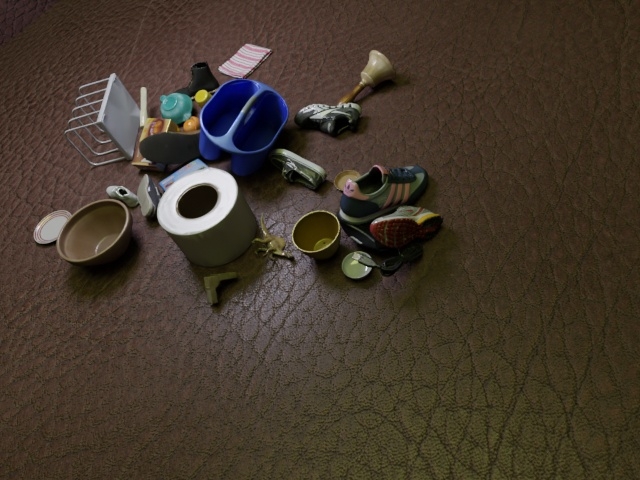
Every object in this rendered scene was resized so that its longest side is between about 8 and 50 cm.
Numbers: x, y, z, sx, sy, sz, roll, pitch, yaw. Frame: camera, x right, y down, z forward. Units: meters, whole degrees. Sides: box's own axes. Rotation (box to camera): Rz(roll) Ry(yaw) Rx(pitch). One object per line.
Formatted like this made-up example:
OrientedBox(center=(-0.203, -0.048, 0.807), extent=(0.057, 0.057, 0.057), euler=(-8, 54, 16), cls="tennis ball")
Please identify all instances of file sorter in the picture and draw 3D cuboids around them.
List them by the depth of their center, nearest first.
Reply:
OrientedBox(center=(-0.814, -0.444, 1.812), extent=(0.173, 0.193, 0.277), euler=(-13, 53, 9), cls="file sorter")

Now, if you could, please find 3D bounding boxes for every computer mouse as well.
OrientedBox(center=(0.124, 0.010, 1.285), extent=(0.262, 0.060, 0.184), euler=(33, 43, 24), cls="computer mouse")

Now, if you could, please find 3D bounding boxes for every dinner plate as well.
OrientedBox(center=(-0.918, -0.044, 1.662), extent=(0.141, 0.017, 0.141), euler=(-7, 53, 10), cls="dinner plate")

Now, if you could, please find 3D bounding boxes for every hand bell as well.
OrientedBox(center=(0.134, -0.530, 1.681), extent=(0.242, 0.126, 0.126), euler=(-45, 55, -2), cls="hand bell")

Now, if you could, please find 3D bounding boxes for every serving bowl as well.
OrientedBox(center=(0.100, 0.071, 1.290), extent=(0.083, 0.027, 0.083), euler=(-7, 54, 10), cls="serving bowl")

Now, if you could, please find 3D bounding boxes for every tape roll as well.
OrientedBox(center=(-0.328, -0.066, 1.418), extent=(0.246, 0.169, 0.246), euler=(-8, 53, 10), cls="tape roll")

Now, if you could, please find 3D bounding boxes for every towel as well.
OrientedBox(center=(-0.308, -0.742, 1.984), extent=(0.144, 0.029, 0.197), euler=(25, 65, 28), cls="towel")

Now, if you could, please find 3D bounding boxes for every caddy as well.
OrientedBox(center=(-0.246, -0.378, 1.551), extent=(0.241, 0.179, 0.341), euler=(27, 53, -5), cls="caddy")

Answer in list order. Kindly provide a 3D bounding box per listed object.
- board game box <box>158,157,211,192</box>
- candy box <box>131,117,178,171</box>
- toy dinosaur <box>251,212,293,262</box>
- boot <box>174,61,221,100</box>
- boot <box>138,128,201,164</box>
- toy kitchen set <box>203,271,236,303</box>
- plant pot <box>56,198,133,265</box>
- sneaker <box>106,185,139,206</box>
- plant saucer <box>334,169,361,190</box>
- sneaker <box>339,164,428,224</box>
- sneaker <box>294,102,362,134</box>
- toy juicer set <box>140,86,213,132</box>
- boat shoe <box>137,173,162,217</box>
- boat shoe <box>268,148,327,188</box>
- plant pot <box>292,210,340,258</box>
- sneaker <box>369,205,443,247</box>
OrientedBox(center=(-0.434, -0.194, 1.577), extent=(0.160, 0.039, 0.211), euler=(-37, 34, -11), cls="board game box")
OrientedBox(center=(-0.594, -0.343, 1.732), extent=(0.109, 0.053, 0.186), euler=(9, 75, 20), cls="candy box")
OrientedBox(center=(-0.151, 0.008, 1.402), extent=(0.093, 0.053, 0.183), euler=(-27, 59, -24), cls="toy dinosaur")
OrientedBox(center=(-0.502, -0.627, 1.887), extent=(0.198, 0.137, 0.077), euler=(-11, 53, 8), cls="boot")
OrientedBox(center=(-0.469, -0.335, 1.680), extent=(0.305, 0.112, 0.115), euler=(-10, 22, -6), cls="boot")
OrientedBox(center=(-0.284, 0.130, 1.359), extent=(0.083, 0.075, 0.068), euler=(-11, 3, -33), cls="toy kitchen set")
OrientedBox(center=(-0.685, -0.006, 1.511), extent=(0.237, 0.109, 0.237), euler=(-7, 54, 10), cls="plant pot")
OrientedBox(center=(-0.686, -0.166, 1.658), extent=(0.152, 0.061, 0.053), euler=(20, 65, 28), cls="sneaker")
OrientedBox(center=(0.085, -0.180, 1.482), extent=(0.083, 0.015, 0.083), euler=(-8, 54, 11), cls="plant saucer")
OrientedBox(center=(0.189, -0.158, 1.329), extent=(0.319, 0.131, 0.112), euler=(-31, 52, -30), cls="sneaker")
OrientedBox(center=(0.020, -0.402, 1.619), extent=(0.234, 0.078, 0.106), euler=(-2, 52, 12), cls="sneaker")
OrientedBox(center=(-0.563, -0.471, 1.838), extent=(0.329, 0.089, 0.209), euler=(9, 77, 19), cls="toy juicer set")
OrientedBox(center=(-0.567, -0.145, 1.621), extent=(0.075, 0.065, 0.206), euler=(-51, 43, 24), cls="boat shoe")
OrientedBox(center=(-0.087, -0.225, 1.523), extent=(0.219, 0.078, 0.070), euler=(25, 64, 27), cls="boat shoe")
OrientedBox(center=(0.000, 0.000, 1.323), extent=(0.134, 0.095, 0.134), euler=(-10, 54, 14), cls="plant pot")
OrientedBox(center=(0.215, -0.042, 1.272), extent=(0.225, 0.088, 0.093), euler=(-7, 33, -36), cls="sneaker")
